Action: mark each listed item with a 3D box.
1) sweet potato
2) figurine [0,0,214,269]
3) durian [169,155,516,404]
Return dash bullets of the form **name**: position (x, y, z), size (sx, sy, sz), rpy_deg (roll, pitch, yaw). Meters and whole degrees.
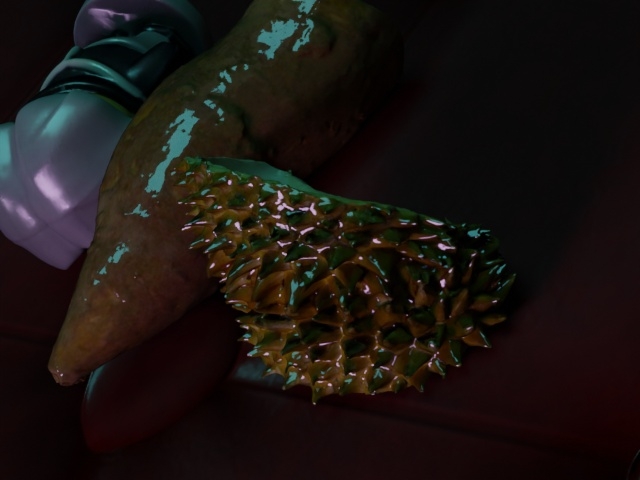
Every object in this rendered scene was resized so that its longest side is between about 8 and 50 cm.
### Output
- **sweet potato**: position (-0.088, -0.043, 1.246), size (0.336, 0.131, 0.131), rpy_deg (-48, 31, -16)
- **figurine**: position (-0.181, -0.085, 1.399), size (0.176, 0.133, 0.236), rpy_deg (-29, 28, 36)
- **durian**: position (0.000, 0.000, 1.074), size (0.252, 0.144, 0.139), rpy_deg (8, 38, 43)
